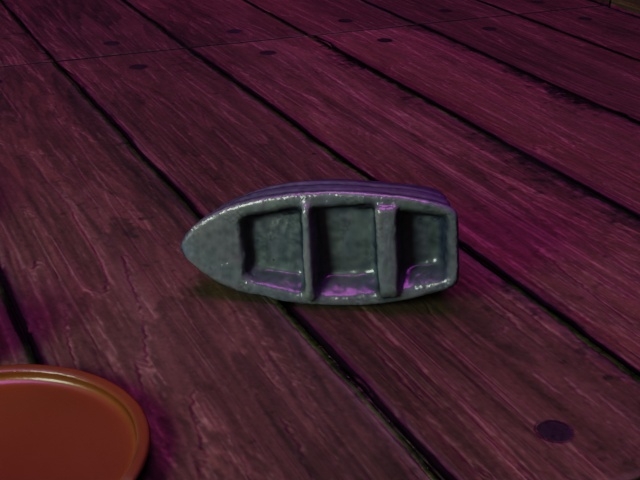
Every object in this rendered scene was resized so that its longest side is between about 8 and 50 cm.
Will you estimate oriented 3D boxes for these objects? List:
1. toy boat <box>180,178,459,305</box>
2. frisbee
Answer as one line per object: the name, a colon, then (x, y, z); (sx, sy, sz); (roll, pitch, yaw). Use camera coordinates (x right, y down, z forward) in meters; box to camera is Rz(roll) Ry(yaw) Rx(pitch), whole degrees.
toy boat: (0.000, 0.000, 1.053); (0.283, 0.127, 0.078); (0, 25, 7)
frisbee: (-0.259, 0.170, 0.808); (0.251, 0.021, 0.251); (2, 27, -1)
